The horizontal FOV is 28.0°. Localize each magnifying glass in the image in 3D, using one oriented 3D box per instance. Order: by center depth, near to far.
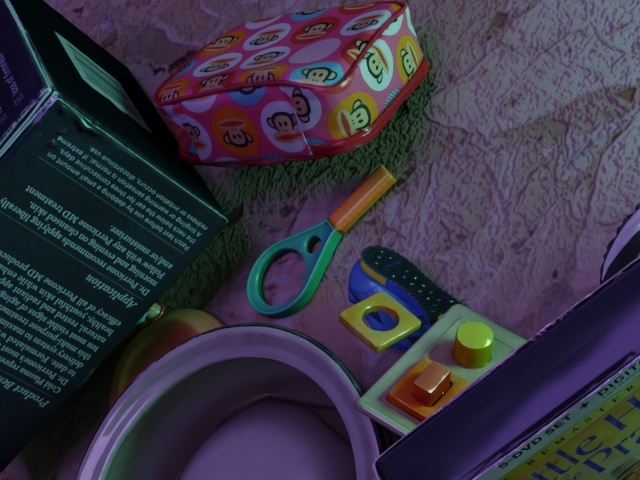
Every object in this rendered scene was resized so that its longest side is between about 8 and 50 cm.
[{"bbox_3d":[0.000,0.000,1.519,0.231,0.026,0.092,-44,50,9],"label":"magnifying glass"}]

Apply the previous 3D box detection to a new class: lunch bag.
[{"bbox_3d":[-0.028,-0.201,1.537,0.293,0.120,0.258,-1,37,35],"label":"lunch bag"}]

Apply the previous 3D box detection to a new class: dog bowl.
[{"bbox_3d":[-0.070,0.301,1.344,0.408,0.150,0.408,-15,61,29],"label":"dog bowl"}]

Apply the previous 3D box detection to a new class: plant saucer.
[{"bbox_3d":[-0.187,0.174,1.562,0.200,0.037,0.200,-15,61,29],"label":"plant saucer"}]

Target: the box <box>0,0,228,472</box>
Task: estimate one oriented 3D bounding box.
[{"bbox_3d":[-0.433,-0.035,1.619,0.472,0.297,0.480,-46,38,7],"label":"box"}]

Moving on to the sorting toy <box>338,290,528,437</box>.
[{"bbox_3d":[0.156,0.139,1.224,0.347,0.047,0.196,29,46,27],"label":"sorting toy"}]

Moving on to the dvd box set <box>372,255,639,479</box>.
[{"bbox_3d":[0.269,0.156,0.990,0.307,0.420,0.062,-39,51,13],"label":"dvd box set"}]

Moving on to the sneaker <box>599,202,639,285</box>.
[{"bbox_3d":[0.385,-0.013,1.202,0.271,0.100,0.108,-33,58,19],"label":"sneaker"}]

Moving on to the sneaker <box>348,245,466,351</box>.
[{"bbox_3d":[0.107,0.094,1.381,0.209,0.069,0.082,42,126,33],"label":"sneaker"}]

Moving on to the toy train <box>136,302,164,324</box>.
[{"bbox_3d":[-0.248,0.083,1.625,0.125,0.046,0.166,-50,30,6],"label":"toy train"}]
